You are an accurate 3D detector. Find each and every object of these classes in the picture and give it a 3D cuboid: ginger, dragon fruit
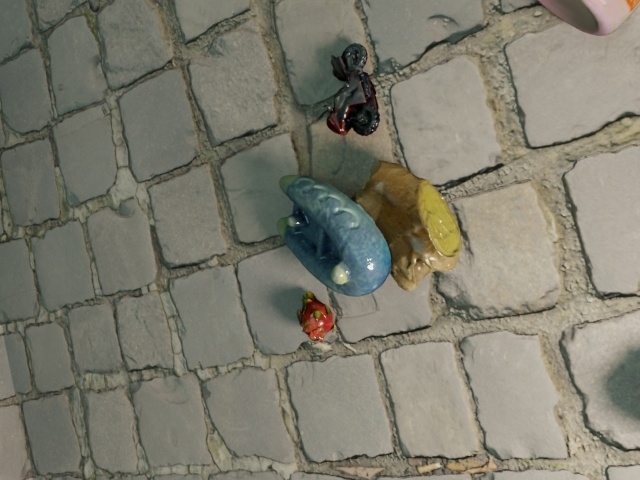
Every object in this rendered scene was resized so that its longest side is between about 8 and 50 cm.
[{"bbox_3d":[0.162,-0.032,1.063,0.221,0.130,0.276,-13,89,37],"label":"ginger"},{"bbox_3d":[-0.015,0.174,1.189,0.081,0.086,0.116,-25,43,3],"label":"dragon fruit"}]

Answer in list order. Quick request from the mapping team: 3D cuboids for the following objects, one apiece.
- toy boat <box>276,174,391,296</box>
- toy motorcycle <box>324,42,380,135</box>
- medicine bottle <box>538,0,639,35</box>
[{"bbox_3d":[0.000,0.000,1.083,0.330,0.123,0.215,41,139,31],"label":"toy boat"},{"bbox_3d":[0.063,-0.318,1.119,0.122,0.082,0.213,-15,75,27],"label":"toy motorcycle"},{"bbox_3d":[0.512,-0.546,0.800,0.219,0.219,0.388,45,110,17],"label":"medicine bottle"}]
